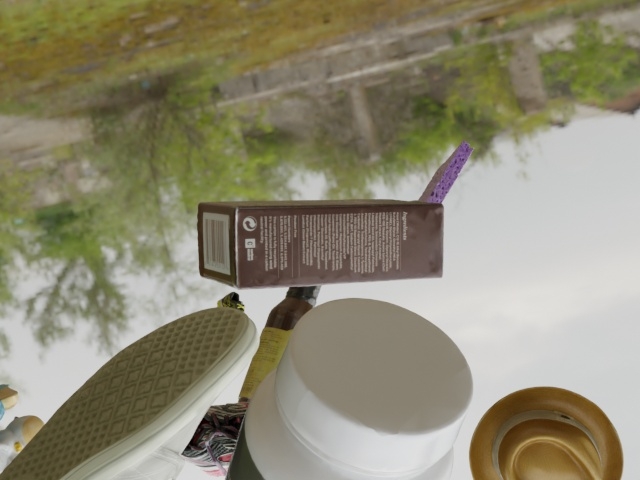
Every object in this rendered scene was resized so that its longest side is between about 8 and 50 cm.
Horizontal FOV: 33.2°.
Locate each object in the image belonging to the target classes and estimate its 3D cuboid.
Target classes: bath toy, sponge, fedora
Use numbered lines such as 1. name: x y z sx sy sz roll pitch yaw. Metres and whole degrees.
1. bath toy: -0.575 0.456 2.082 0.151 0.348 0.129 -21 -163 -8
2. sponge: 0.219 -0.090 2.066 0.210 0.031 0.117 -56 -176 -32
3. fedora: 0.282 0.274 1.315 0.194 0.194 0.079 -14 -175 3

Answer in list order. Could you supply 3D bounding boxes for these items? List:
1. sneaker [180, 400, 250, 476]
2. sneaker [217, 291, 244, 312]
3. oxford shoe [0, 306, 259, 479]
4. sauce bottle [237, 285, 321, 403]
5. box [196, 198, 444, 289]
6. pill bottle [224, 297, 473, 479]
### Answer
1. sneaker: -0.122 0.303 1.659 0.299 0.120 0.112 -21 140 37
2. sneaker: -0.123 0.106 1.543 0.035 0.083 0.031 -47 139 17
3. oxford shoe: -0.227 0.249 1.123 0.449 0.130 0.169 -46 -151 -11
4. sauce bottle: -0.072 0.210 2.196 0.111 0.344 0.111 17 163 5
5. box: 0.000 0.000 1.819 0.382 0.143 0.191 -4 -175 -24
6. pill bottle: 0.007 0.190 0.836 0.161 0.283 0.161 12 -143 -9
